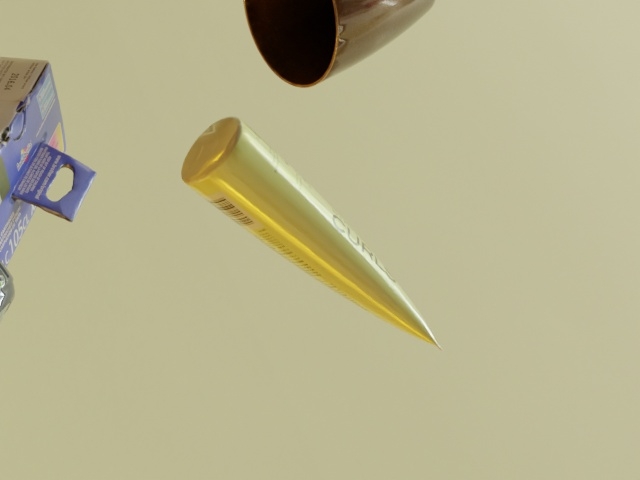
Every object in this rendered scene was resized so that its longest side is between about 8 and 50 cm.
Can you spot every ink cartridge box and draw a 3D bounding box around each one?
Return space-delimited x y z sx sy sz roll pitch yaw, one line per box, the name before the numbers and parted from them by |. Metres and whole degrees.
ink cartridge box | -0.480 -0.099 1.447 0.396 0.151 0.270 4 -139 8

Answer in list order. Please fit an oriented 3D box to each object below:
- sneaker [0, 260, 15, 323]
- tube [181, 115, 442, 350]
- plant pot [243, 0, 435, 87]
sneaker | -0.306 0.154 0.944 0.131 0.112 0.319 40 -133 -16
tube | 0.000 0.000 0.911 0.240 0.062 0.070 41 -135 -30
plant pot | 0.045 -0.348 1.696 0.230 0.215 0.215 -22 -112 -32
